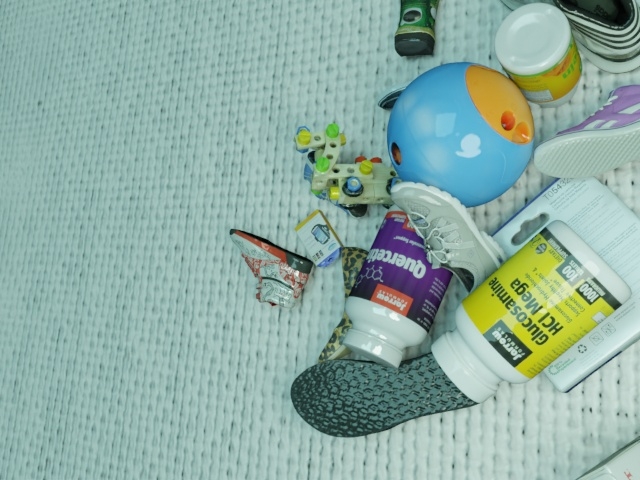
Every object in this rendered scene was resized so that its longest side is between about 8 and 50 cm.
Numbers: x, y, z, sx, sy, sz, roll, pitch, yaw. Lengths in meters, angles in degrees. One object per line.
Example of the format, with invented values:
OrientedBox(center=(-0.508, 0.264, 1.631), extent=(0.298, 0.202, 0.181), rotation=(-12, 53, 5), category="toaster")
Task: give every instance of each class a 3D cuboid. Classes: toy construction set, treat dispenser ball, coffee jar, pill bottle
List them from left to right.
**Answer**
OrientedBox(center=(0.103, -0.184, 1.483), extent=(0.327, 0.151, 0.215), rotation=(-7, 62, 4), category="toy construction set")
OrientedBox(center=(0.168, 0.093, 1.345), extent=(0.181, 0.181, 0.323), rotation=(17, 74, 31), category="pill bottle")
OrientedBox(center=(0.230, -0.529, 1.531), extent=(0.096, 0.079, 0.184), rotation=(5, 82, 28), category="coffee jar")
OrientedBox(center=(0.276, -0.208, 1.286), extent=(0.288, 0.288, 0.288), rotation=(-6, 77, 29), category="treat dispenser ball")
OrientedBox(center=(0.370, 0.137, 1.175), extent=(0.334, 0.188, 0.188), rotation=(-46, 62, 15), category="pill bottle")
OrientedBox(center=(0.440, -0.351, 1.277), extent=(0.136, 0.245, 0.136), rotation=(-6, 78, 29), category="pill bottle")

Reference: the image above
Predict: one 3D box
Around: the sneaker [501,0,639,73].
OrientedBox(center=(0.475, -0.537, 1.288), extent=(0.169, 0.257, 0.447), rotation=(-47, 61, 14), category="sneaker")

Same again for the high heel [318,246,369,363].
OrientedBox(center=(0.048, 0.146, 1.487), extent=(0.261, 0.093, 0.186), rotation=(-45, 66, -2), category="high heel")

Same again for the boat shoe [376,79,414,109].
OrientedBox(center=(0.219, -0.325, 1.504), extent=(0.183, 0.065, 0.083), rotation=(-16, 71, 26), category="boat shoe")

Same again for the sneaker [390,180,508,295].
OrientedBox(center=(0.236, -0.003, 1.225), extent=(0.115, 0.281, 0.105), rotation=(-55, 13, -16), category="sneaker")

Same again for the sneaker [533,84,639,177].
OrientedBox(center=(0.547, -0.218, 1.257), extent=(0.282, 0.102, 0.161), rotation=(-13, 43, 13), category="sneaker")

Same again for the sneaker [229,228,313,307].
OrientedBox(center=(-0.151, 0.073, 1.623), extent=(0.270, 0.090, 0.145), rotation=(24, 95, 33), category="sneaker")

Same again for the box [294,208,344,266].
OrientedBox(center=(0.000, 0.000, 1.589), extent=(0.081, 0.028, 0.136), rotation=(-39, 66, 18), category="box")

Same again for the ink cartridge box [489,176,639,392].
OrientedBox(center=(0.496, 0.069, 1.267), extent=(0.324, 0.071, 0.330), rotation=(-43, 59, 16), category="ink cartridge box")

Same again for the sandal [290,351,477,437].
OrientedBox(center=(0.156, 0.329, 1.402), extent=(0.445, 0.107, 0.168), rotation=(-10, 76, 14), category="sandal")

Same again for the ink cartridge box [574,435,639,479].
OrientedBox(center=(0.549, 0.422, 1.025), extent=(0.211, 0.289, 0.121), rotation=(60, 139, 25), category="ink cartridge box")

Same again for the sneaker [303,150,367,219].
OrientedBox(center=(0.036, -0.126, 1.576), extent=(0.211, 0.080, 0.081), rotation=(51, 137, 22), category="sneaker")
